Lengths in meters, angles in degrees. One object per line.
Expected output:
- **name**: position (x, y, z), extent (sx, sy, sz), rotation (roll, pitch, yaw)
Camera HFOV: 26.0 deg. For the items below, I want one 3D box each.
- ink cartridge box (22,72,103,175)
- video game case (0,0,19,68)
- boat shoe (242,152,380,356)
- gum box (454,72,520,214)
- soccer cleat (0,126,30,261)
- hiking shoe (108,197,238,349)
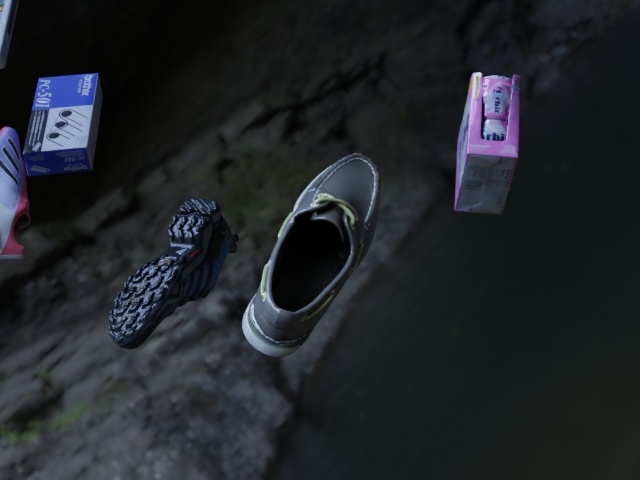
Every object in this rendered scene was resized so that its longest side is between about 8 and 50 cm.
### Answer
- **ink cartridge box**: position (-0.390, -0.178, 2.110), extent (0.097, 0.046, 0.207), rotation (-5, 38, 1)
- **video game case**: position (-0.490, -0.271, 1.730), extent (0.227, 0.026, 0.206), rotation (-7, 46, 6)
- **boat shoe**: position (0.004, 0.002, 1.683), extent (0.305, 0.109, 0.091), rotation (-61, 0, -33)
- **gum box**: position (0.204, -0.117, 1.695), extent (0.188, 0.062, 0.107), rotation (90, -175, -69)
- **soccer cleat**: position (-0.481, -0.069, 2.123), extent (0.083, 0.095, 0.248), rotation (115, 163, -48)
- **hiking shoe**: position (-0.237, 0.076, 2.359), extent (0.113, 0.132, 0.304), rotation (13, 60, 42)
